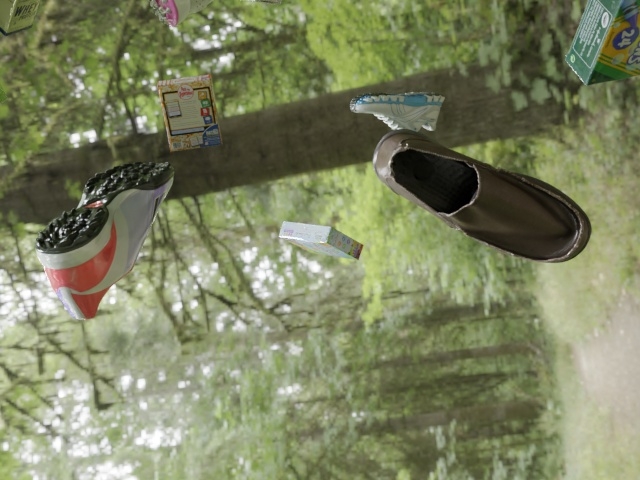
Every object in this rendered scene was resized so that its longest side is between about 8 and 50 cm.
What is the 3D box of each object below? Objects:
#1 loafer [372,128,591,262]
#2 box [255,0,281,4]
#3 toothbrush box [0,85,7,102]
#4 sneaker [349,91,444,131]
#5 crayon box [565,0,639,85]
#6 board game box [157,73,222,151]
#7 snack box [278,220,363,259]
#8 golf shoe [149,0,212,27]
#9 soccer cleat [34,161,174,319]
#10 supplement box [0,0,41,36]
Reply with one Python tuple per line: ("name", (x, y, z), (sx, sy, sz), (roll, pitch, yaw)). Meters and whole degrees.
("loafer", (0.245, -0.056, 1.279), (0.130, 0.365, 0.134), (-53, -15, -75))
("box", (-0.246, -0.660, 1.981), (0.121, 0.311, 0.148), (-22, -59, -59))
("toothbrush box", (-0.651, -0.334, 1.295), (0.206, 0.122, 0.283), (53, 174, 25))
("sneaker", (0.138, -0.221, 1.452), (0.071, 0.190, 0.083), (30, 119, 58))
("crayon box", (0.623, -0.403, 1.464), (0.203, 0.322, 0.083), (97, 154, -51))
("board game box", (-0.356, -0.349, 2.250), (0.045, 0.146, 0.194), (-103, 6, -61))
("snack box", (0.000, 0.000, 1.615), (0.100, 0.141, 0.037), (26, -103, -42))
("golf shoe", (-0.230, -0.446, 1.275), (0.306, 0.140, 0.115), (57, 167, 35))
("soccer cleat", (-0.285, -0.016, 1.139), (0.318, 0.108, 0.117), (-67, -28, -60))
("supplement box", (-0.479, -0.376, 1.252), (0.083, 0.083, 0.056), (43, -139, 3))
